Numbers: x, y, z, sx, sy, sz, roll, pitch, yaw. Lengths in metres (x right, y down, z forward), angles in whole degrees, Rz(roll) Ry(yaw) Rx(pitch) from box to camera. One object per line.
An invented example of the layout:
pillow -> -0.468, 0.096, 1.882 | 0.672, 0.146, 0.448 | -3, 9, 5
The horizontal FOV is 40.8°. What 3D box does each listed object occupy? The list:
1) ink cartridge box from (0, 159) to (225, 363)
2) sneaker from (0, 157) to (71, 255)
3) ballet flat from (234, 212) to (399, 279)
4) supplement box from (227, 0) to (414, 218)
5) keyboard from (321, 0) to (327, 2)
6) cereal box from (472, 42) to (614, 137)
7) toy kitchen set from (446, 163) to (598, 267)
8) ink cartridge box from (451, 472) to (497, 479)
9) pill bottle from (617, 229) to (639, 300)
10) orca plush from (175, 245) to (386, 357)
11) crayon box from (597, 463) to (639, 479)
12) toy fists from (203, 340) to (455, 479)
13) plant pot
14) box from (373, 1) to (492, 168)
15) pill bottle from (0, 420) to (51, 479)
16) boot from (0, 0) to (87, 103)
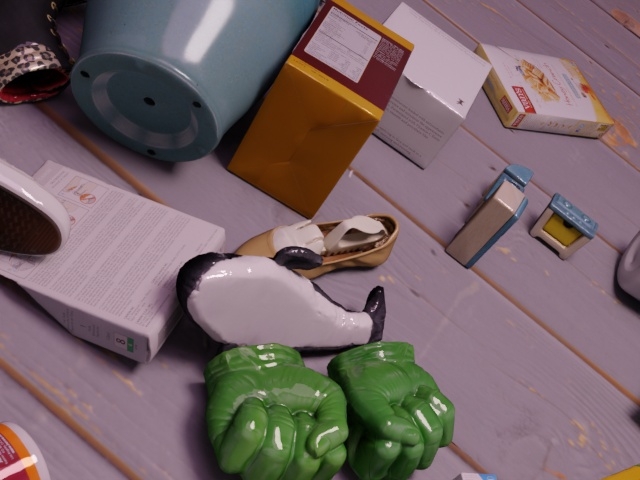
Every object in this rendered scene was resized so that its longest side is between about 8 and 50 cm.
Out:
ink cartridge box -> -0.237, 0.017, 0.908 | 0.224, 0.056, 0.181 | 19, 42, 9
sneaker -> -0.364, -0.092, 0.857 | 0.290, 0.106, 0.123 | 27, 42, -1
ballet flat -> 0.000, 0.000, 1.041 | 0.232, 0.073, 0.080 | -11, 59, -38
supplement box -> 0.002, -0.173, 1.107 | 0.129, 0.191, 0.194 | 31, 43, -5
keyboard -> -0.049, -0.475, 1.462 | 0.201, 0.033, 0.317 | 23, 45, -5
cereal box -> 0.398, -0.269, 1.552 | 0.240, 0.047, 0.173 | 1, 53, -32
toy kitchen set -> 0.308, -0.022, 1.221 | 0.166, 0.122, 0.207 | 39, 43, 3
ink cartridge box -> 0.174, 0.295, 0.925 | 0.048, 0.028, 0.083 | 10, 49, -25
pill bottle -> 0.597, 0.079, 1.300 | 0.264, 0.146, 0.146 | 33, 43, -3
orca plush -> -0.047, 0.052, 0.935 | 0.287, 0.151, 0.102 | 1, 30, -38
crayon box -> 0.356, 0.349, 0.915 | 0.318, 0.081, 0.202 | 0, 53, -46
toy fists -> 0.017, 0.179, 0.879 | 0.279, 0.096, 0.142 | 3, 53, -32
plant pot -> -0.163, -0.244, 1.034 | 0.271, 0.271, 0.255 | 25, 59, -11
box -> 0.141, -0.238, 1.308 | 0.181, 0.119, 0.182 | 35, 43, -1
pill bottle -> -0.293, 0.208, 0.661 | 0.152, 0.086, 0.086 | -24, 68, -42
boot -> -0.335, -0.262, 1.056 | 0.236, 0.085, 0.179 | -22, 71, -41
